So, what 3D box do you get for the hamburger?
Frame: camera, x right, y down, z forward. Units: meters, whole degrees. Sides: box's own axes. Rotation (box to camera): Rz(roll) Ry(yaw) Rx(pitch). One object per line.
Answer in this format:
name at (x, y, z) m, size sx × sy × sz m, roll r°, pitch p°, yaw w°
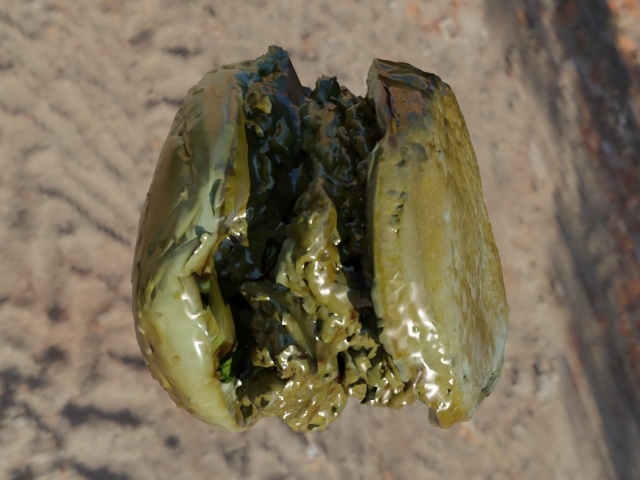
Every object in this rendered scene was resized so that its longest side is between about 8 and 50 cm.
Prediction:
hamburger at (0.000, 0.000, 0.646) m, size 0.185 × 0.131 × 0.159 m, roll -38°, pitch 121°, yaw -71°
